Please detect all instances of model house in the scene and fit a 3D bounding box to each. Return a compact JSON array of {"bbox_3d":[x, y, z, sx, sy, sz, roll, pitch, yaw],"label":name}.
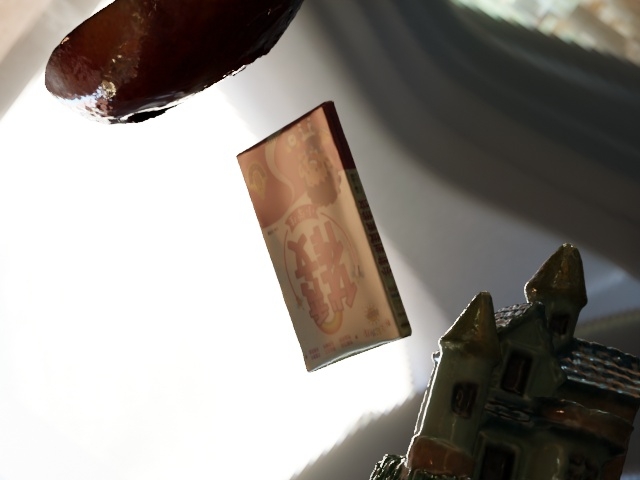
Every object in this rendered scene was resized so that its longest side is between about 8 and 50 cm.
[{"bbox_3d":[0.222,0.149,1.691,0.194,0.267,0.325,147,139,-74],"label":"model house"}]

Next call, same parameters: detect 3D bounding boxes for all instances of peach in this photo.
[{"bbox_3d":[-0.079,-0.145,1.213,0.189,0.068,0.279,-20,-6,-44],"label":"peach"}]

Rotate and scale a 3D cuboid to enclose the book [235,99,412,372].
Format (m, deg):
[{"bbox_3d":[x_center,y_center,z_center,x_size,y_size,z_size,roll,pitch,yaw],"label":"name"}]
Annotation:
[{"bbox_3d":[0.000,0.000,1.627,0.022,0.232,0.162,-14,-7,-36],"label":"book"}]
